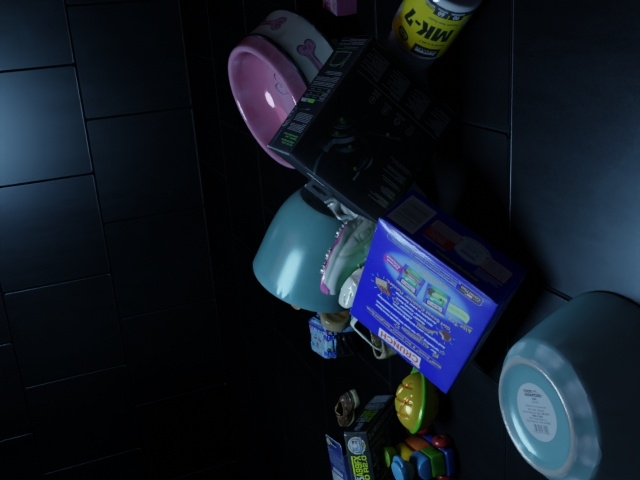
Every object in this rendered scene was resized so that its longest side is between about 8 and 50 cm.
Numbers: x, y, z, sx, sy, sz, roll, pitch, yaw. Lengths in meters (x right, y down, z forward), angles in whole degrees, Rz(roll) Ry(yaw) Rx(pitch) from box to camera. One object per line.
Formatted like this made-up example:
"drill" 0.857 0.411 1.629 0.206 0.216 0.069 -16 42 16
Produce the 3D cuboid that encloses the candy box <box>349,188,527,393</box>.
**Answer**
"candy box" 0.212 0.104 1.438 0.268 0.122 0.317 39 143 19

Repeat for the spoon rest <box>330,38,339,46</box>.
"spoon rest" -0.027 -0.440 1.975 0.276 0.084 0.137 136 121 -66

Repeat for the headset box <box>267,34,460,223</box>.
"headset box" 0.077 -0.199 1.411 0.283 0.246 0.131 -56 26 -1

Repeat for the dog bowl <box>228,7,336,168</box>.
"dog bowl" -0.079 -0.360 1.874 0.408 0.150 0.408 45 156 27

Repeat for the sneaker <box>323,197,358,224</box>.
"sneaker" 0.159 -0.016 1.662 0.330 0.146 0.122 51 -178 9

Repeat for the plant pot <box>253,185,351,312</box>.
"plant pot" 0.000 0.000 1.873 0.293 0.293 0.235 54 133 48

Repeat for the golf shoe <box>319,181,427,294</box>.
"golf shoe" 0.110 -0.006 1.558 0.306 0.140 0.115 -60 -8 -1

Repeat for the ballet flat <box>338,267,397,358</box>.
"ballet flat" 0.108 0.153 1.752 0.316 0.106 0.107 62 171 -18

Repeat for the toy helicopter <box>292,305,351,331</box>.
"toy helicopter" -0.028 0.117 2.054 0.355 0.235 0.140 -121 28 -42

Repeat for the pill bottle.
"pill bottle" 0.199 -0.402 1.337 0.208 0.119 0.119 125 131 -64

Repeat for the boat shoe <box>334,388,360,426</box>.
"boat shoe" 0.070 0.510 2.255 0.178 0.060 0.064 103 149 -48

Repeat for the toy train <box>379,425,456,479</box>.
"toy train" 0.202 0.498 1.773 0.248 0.143 0.105 -163 64 -67

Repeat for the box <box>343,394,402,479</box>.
"box" 0.141 0.528 1.848 0.270 0.060 0.216 -23 -75 -68

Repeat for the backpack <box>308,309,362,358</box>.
"backpack" 0.037 0.234 2.121 0.158 0.117 0.173 -154 58 -64

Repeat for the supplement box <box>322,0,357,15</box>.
"supplement box" 0.046 -0.563 1.756 0.083 0.055 0.043 -127 31 -51

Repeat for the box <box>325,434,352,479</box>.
"box" 0.072 0.748 2.413 0.136 0.037 0.225 -174 73 -69

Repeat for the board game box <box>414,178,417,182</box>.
"board game box" 0.161 -0.232 1.634 0.146 0.045 0.193 100 150 -46

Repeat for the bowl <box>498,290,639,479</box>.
"bowl" 0.387 0.245 1.120 0.311 0.163 0.311 168 90 -69

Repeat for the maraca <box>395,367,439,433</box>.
"maraca" 0.224 0.353 1.718 0.127 0.099 0.185 116 165 -56
